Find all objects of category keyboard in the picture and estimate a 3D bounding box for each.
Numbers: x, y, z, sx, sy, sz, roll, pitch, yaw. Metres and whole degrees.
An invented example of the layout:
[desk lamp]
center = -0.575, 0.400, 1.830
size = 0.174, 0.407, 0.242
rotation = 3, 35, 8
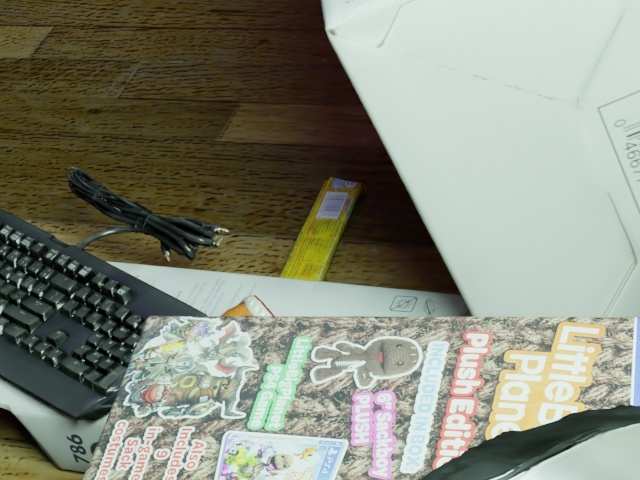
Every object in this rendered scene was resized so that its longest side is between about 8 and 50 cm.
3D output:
[keyboard]
center = -0.200, 0.013, 1.159
size = 0.317, 0.033, 0.201
rotation = 24, 49, 36

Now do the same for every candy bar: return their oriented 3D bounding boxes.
[candy bar]
center = 0.000, 0.000, 1.235
size = 0.040, 0.018, 0.161
rotation = 6, 40, 16

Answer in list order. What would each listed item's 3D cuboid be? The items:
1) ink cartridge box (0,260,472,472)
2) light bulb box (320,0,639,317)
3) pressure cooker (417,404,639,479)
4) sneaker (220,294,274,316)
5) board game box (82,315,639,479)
[ink cartridge box]
center = -0.070, 0.095, 1.096
size = 0.333, 0.065, 0.165
rotation = 6, 41, 20
[light bulb box]
center = 0.153, -0.137, 1.063
size = 0.225, 0.358, 0.361
rotation = -22, 36, 11
[pressure cooker]
center = 0.181, 0.269, 0.419
size = 0.375, 0.370, 0.420
rotation = -33, 37, -26
[sneaker]
center = -0.020, 0.101, 0.988
size = 0.067, 0.064, 0.175
rotation = -43, 39, -8
[board game box]
center = 0.051, 0.169, 0.828
size = 0.291, 0.232, 0.141
rotation = -1, 39, 14
